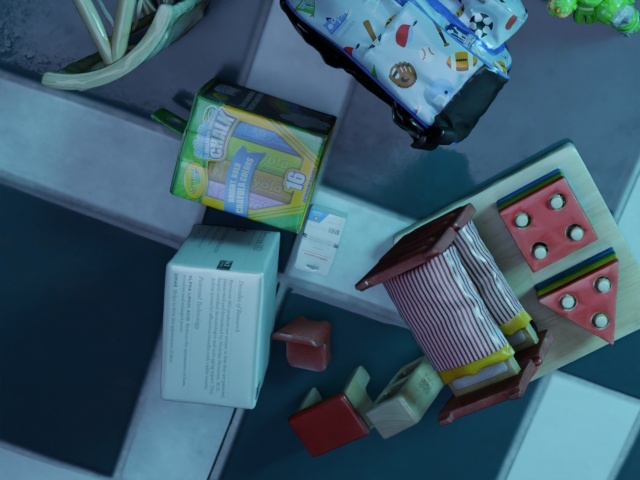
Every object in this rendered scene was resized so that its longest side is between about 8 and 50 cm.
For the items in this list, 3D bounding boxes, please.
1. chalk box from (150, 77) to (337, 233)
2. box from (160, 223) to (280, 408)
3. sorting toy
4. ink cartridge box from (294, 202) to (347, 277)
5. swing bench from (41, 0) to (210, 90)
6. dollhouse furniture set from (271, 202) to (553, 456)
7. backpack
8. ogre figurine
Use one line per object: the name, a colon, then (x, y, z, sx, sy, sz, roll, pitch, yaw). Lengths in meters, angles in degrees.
chalk box: (-0.104, -0.112, 1.552, 0.213, 0.132, 0.132, 17, 107, 1)
box: (-0.122, 0.091, 1.587, 0.119, 0.181, 0.182, 6, 107, 3)
sorting toy: (0.261, 0.054, 1.588, 0.257, 0.089, 0.255, -28, 102, 12)
ink cartridge box: (0.000, 0.000, 1.628, 0.048, 0.028, 0.083, 17, 107, 0)
swing bench: (-0.220, -0.315, 1.437, 0.165, 0.253, 0.254, -5, 107, 7)
dollhouse furniture set: (0.071, 0.134, 1.539, 0.374, 0.152, 0.201, -29, 98, 34)
backpack: (0.097, -0.248, 1.434, 0.263, 0.276, 0.213, 33, 102, 2)
ogre figurine: (0.296, -0.304, 1.462, 0.097, 0.118, 0.197, -28, 101, 13)
